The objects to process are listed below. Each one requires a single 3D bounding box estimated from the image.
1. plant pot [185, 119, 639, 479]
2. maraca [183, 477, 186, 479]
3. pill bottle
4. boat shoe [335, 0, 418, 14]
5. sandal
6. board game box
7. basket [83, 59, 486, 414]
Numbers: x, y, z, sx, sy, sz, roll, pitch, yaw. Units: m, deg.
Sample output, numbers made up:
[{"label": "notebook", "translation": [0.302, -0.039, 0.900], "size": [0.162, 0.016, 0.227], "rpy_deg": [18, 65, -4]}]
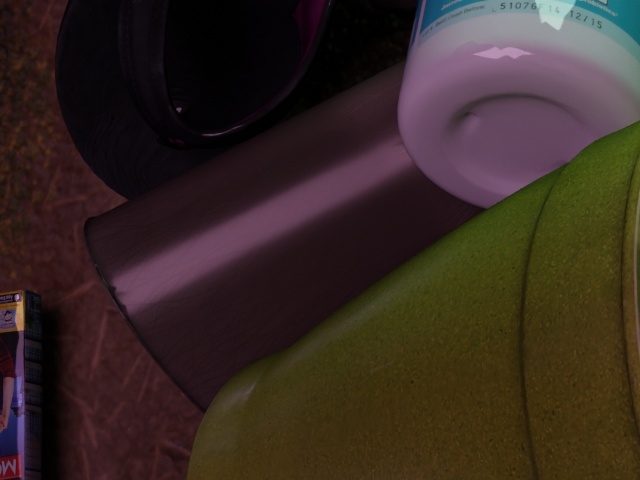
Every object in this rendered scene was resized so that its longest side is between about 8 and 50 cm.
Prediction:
[{"label": "plant pot", "translation": [0.127, 0.137, 1.037], "size": [0.353, 0.366, 0.366], "rpy_deg": [-20, 70, 38]}, {"label": "maraca", "translation": [-0.063, 0.225, 1.247], "size": [0.127, 0.099, 0.185], "rpy_deg": [46, 129, 31]}, {"label": "pill bottle", "translation": [0.134, -0.155, 1.130], "size": [0.146, 0.146, 0.264], "rpy_deg": [-10, 48, 28]}, {"label": "boat shoe", "translation": [0.082, -0.318, 1.268], "size": [0.130, 0.132, 0.355], "rpy_deg": [16, 97, 21]}, {"label": "sandal", "translation": [-0.048, -0.167, 1.176], "size": [0.446, 0.167, 0.107], "rpy_deg": [-55, 20, 38]}, {"label": "board game box", "translation": [-0.279, 0.146, 1.403], "size": [0.194, 0.060, 0.194], "rpy_deg": [-8, 77, 28]}, {"label": "basket", "translation": [0.000, 0.000, 1.217], "size": [0.227, 0.204, 0.154], "rpy_deg": [-33, 37, 10]}]
